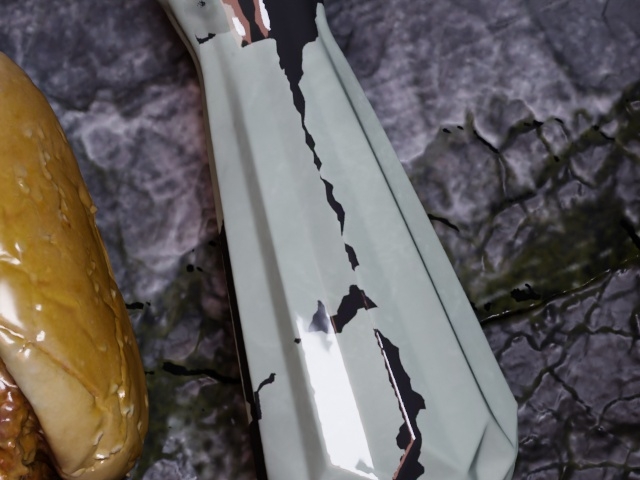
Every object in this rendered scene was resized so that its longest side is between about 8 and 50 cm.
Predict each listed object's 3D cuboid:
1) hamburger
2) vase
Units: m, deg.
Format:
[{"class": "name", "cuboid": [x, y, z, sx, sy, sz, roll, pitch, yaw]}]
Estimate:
[{"class": "hamburger", "cuboid": [-0.210, 0.033, 1.130, 0.155, 0.245, 0.282, -19, 133, 3]}, {"class": "vase", "cuboid": [0.000, 0.000, 1.107, 0.165, 0.165, 0.360, -19, 85, 8]}]
